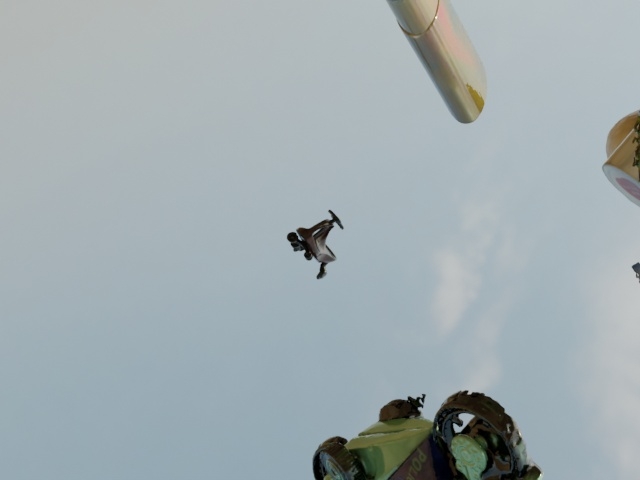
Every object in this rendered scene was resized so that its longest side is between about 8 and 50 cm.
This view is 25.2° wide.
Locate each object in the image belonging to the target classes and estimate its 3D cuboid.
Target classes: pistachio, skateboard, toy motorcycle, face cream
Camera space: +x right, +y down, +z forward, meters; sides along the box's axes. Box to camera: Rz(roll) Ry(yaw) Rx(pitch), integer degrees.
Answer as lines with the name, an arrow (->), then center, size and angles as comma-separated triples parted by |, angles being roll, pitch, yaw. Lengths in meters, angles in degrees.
pistachio -> 0.510, -0.152, 2.198 | 0.145, 0.117, 0.200 | -64, -177, -3
skateboard -> 0.000, 0.000, 2.150 | 0.080, 0.067, 0.151 | -39, 166, -3
toy motorcycle -> 0.107, 0.249, 1.351 | 0.125, 0.196, 0.331 | -31, -179, -35
face cream -> 0.150, -0.286, 1.913 | 0.067, 0.285, 0.139 | -16, -125, 18

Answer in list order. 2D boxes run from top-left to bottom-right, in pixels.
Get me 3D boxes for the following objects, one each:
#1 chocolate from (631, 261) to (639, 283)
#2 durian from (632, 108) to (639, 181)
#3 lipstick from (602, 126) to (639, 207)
chocolate -> 0.446, 0.040, 1.769 | 0.028, 0.086, 0.182 | -19, 166, -21
durian -> 0.374, -0.128, 1.352 | 0.095, 0.137, 0.220 | 19, -80, 44
lipstick -> 0.461, -0.179, 1.645 | 0.327, 0.087, 0.087 | -48, -159, -5
